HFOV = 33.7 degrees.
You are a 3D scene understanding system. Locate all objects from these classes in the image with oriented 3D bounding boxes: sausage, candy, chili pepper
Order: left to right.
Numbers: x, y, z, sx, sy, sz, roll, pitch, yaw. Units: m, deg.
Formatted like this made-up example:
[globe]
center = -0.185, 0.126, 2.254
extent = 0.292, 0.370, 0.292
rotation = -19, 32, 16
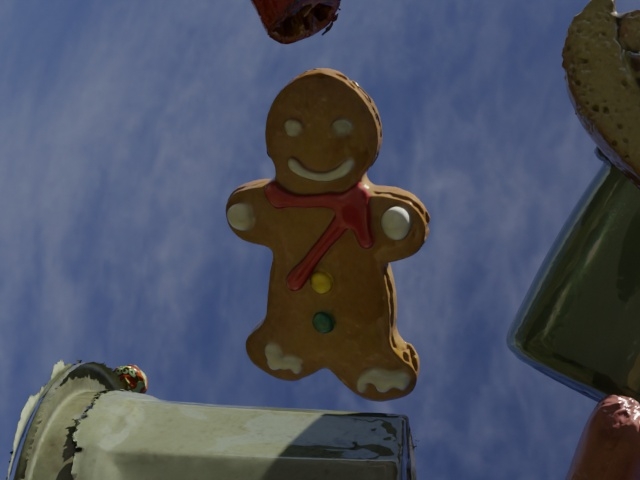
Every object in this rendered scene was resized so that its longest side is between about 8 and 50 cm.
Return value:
[candy]
center = -0.259, 0.259, 1.519
extent = 0.055, 0.049, 0.184
rotation = -5, -65, 17
[chili pepper]
center = -0.062, -0.260, 0.980
extent = 0.169, 0.088, 0.065
rotation = 51, -52, 17
[sausage]
center = 0.252, 0.205, 0.934
extent = 0.062, 0.062, 0.154
rotation = 43, -46, 41

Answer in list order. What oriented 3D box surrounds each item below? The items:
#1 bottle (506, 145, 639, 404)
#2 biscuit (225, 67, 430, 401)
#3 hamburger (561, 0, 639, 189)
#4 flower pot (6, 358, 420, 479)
[bottle]
center = 0.329, -0.007, 1.062
extent = 0.168, 0.168, 0.347
rotation = 22, -96, 46
[biscuit]
center = 0.000, 0.000, 1.057
extent = 0.216, 0.047, 0.339
rotation = 8, -69, 16
[hamburger]
center = 0.269, -0.086, 0.825
extent = 0.208, 0.155, 0.135
rotation = 34, -95, 13
[flower pot]
center = -0.061, 0.224, 0.739
extent = 0.259, 0.290, 0.290
rotation = -2, -98, 8
